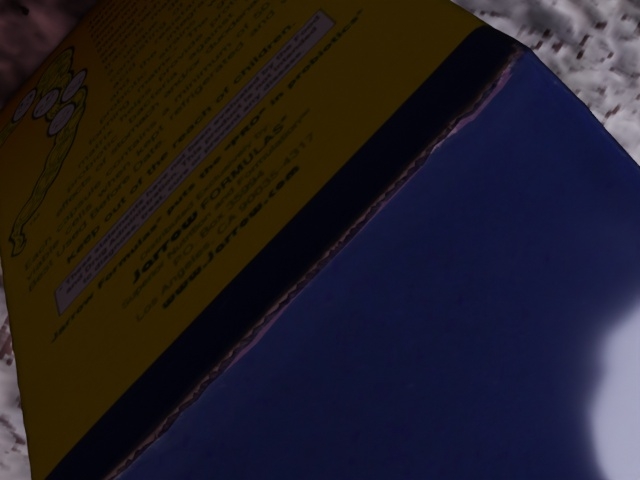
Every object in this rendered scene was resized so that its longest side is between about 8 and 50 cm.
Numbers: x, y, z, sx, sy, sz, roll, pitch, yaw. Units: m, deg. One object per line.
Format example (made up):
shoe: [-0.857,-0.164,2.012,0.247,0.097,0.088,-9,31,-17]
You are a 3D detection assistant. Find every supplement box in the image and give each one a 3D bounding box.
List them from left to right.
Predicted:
supplement box: [0.000,0.000,0.528,0.195,0.356,0.194,-46,119,6]
